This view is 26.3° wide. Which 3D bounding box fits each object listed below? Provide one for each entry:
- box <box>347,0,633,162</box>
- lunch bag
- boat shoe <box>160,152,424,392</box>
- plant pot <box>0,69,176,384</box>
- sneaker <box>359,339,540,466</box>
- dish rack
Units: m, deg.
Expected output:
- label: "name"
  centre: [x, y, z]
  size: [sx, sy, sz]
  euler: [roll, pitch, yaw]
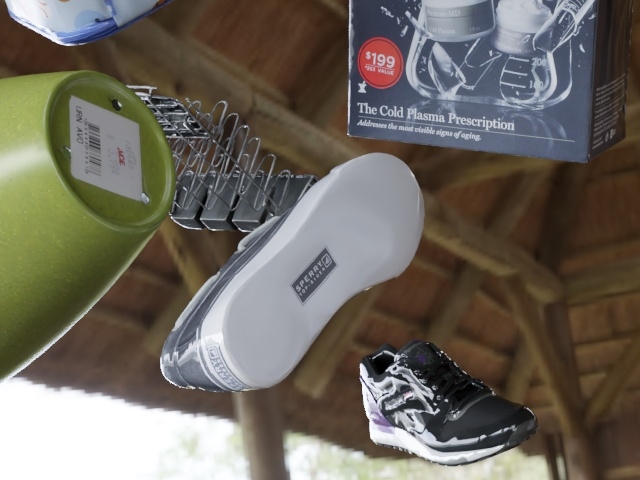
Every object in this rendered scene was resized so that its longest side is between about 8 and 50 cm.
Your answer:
- label: "box"
  centre: [0.222, -0.285, 1.796]
  size: [0.343, 0.313, 0.179]
  euler: [8, 18, 27]
- label: "lunch bag"
  centre: [-0.208, -0.335, 1.509]
  size: [0.303, 0.115, 0.243]
  euler: [-33, 31, -19]
- label: "boat shoe"
  centre: [-0.021, 0.026, 1.138]
  size: [0.102, 0.108, 0.301]
  euler: [-14, 24, 43]
- label: "plant pot"
  centre: [-0.269, -0.019, 1.137]
  size: [0.293, 0.275, 0.274]
  euler: [-23, -22, 35]
- label: "sneaker"
  centre: [0.133, 0.183, 1.611]
  size: [0.107, 0.124, 0.283]
  euler: [-24, 12, -32]
- label: "dish rack"
  centre: [-0.145, -0.098, 1.515]
  size: [0.208, 0.074, 0.271]
  euler: [2, -31, 37]
